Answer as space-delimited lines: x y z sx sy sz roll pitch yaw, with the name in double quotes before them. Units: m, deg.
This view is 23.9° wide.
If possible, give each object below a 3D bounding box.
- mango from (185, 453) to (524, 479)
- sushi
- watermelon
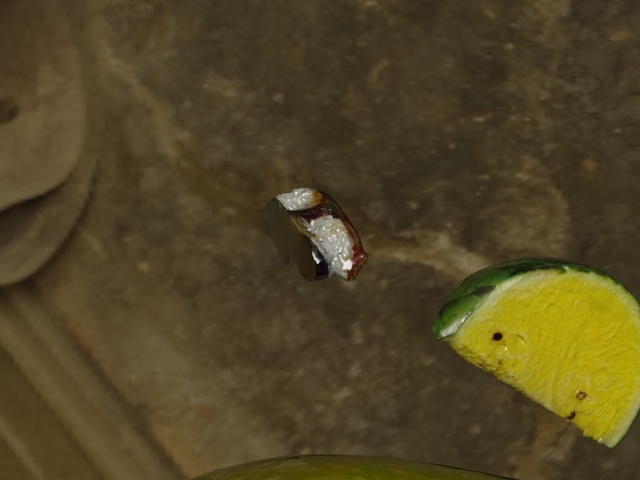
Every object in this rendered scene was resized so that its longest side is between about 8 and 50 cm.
"mango" 0.048 0.133 0.442 0.146 0.289 0.129 -110 30 -51
"sushi" 0.000 0.000 0.974 0.083 0.046 0.044 53 144 45
"watermelon" 0.159 0.055 0.963 0.075 0.181 0.092 -25 44 38
